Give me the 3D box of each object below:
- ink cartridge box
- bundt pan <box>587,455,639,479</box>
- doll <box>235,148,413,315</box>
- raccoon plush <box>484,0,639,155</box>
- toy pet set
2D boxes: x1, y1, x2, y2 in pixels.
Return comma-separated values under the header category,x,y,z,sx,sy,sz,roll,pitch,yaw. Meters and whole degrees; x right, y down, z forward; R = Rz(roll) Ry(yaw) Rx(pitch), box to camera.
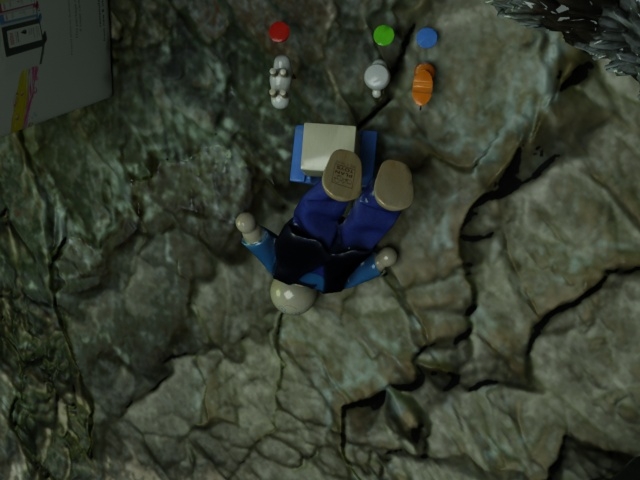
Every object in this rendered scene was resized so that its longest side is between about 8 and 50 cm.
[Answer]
category,x,y,z,sx,sy,sz,roll,pitch,yaw
ink cartridge box,-0.292,-0.170,0.993,0.171,0.232,0.168,7,110,22
bundt pan,0.267,0.295,0.922,0.331,0.124,0.331,8,108,25
doll,0.000,0.000,0.978,0.129,0.046,0.189,11,148,-13
raccoon plush,0.215,-0.040,0.685,0.446,0.299,0.216,17,114,21
toy pet set,0.022,-0.097,0.974,0.122,0.065,0.114,5,86,7
